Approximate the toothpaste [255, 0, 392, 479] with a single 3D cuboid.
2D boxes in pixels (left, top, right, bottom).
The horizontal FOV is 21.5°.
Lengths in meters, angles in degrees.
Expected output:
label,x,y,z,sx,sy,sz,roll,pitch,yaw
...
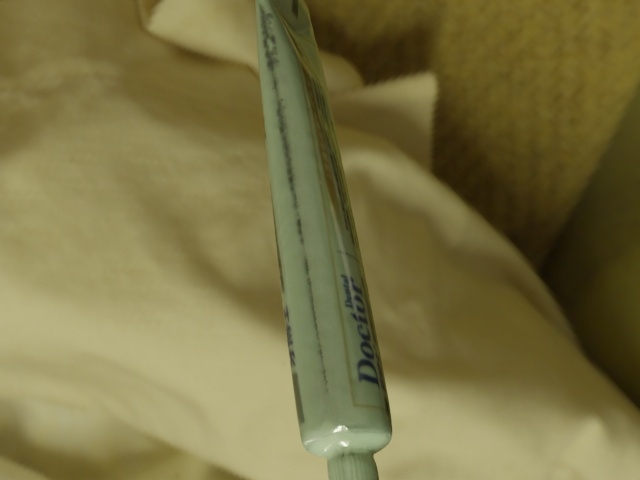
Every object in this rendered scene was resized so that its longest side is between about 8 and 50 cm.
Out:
label,x,y,z,sx,sy,sz,roll,pitch,yaw
toothpaste,0.000,0.000,0.703,0.037,0.255,0.067,-15,157,15
